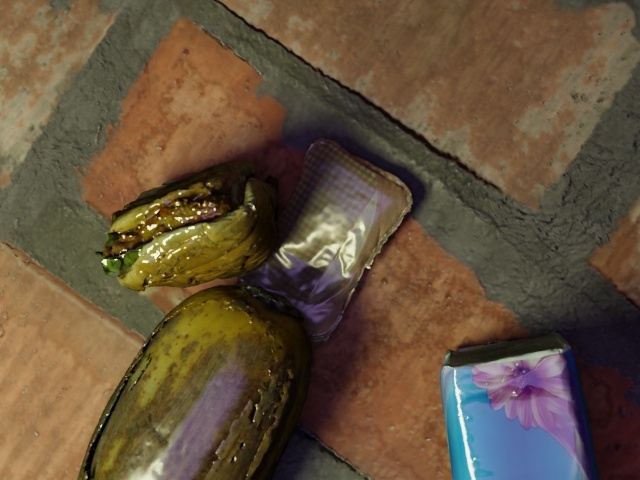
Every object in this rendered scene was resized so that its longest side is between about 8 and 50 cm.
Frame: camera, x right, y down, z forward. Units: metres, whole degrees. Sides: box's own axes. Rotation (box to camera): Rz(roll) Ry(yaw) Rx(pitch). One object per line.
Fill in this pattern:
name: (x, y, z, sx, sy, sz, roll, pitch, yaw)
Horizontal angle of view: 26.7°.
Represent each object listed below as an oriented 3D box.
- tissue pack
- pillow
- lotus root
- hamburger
tissue pack: (0.211, 0.240, 1.393, 0.146, 0.198, 0.264, -10, 89, 7)
pillow: (0.002, 0.002, 1.505, 0.135, 0.034, 0.211, 31, 96, 7)
lotus root: (-0.146, 0.229, 1.463, 0.196, 0.179, 0.398, 27, 90, 24)
hamburger: (-0.129, -0.007, 1.440, 0.183, 0.206, 0.130, -24, 97, 14)
